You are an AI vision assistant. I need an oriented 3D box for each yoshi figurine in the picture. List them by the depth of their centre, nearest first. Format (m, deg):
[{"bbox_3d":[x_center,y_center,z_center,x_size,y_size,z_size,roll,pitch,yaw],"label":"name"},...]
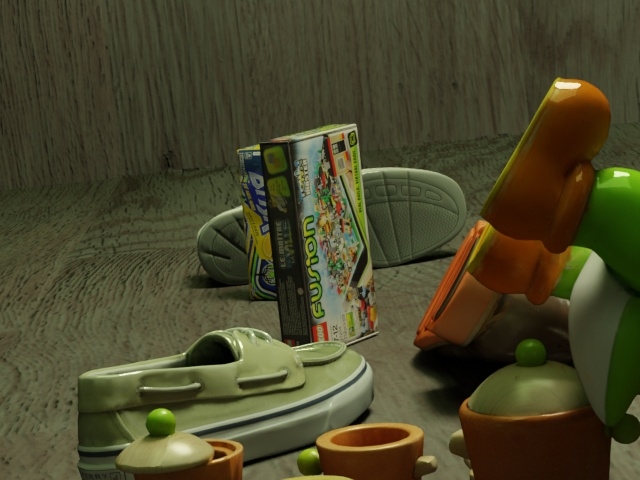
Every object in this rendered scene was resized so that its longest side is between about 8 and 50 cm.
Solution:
[{"bbox_3d":[0.285,0.019,1.203,0.362,0.203,0.203,29,30,7],"label":"yoshi figurine"}]

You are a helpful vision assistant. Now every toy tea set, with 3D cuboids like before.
[{"bbox_3d":[0.037,0.127,1.282,0.336,0.124,0.200,-7,8,-7],"label":"toy tea set"}]

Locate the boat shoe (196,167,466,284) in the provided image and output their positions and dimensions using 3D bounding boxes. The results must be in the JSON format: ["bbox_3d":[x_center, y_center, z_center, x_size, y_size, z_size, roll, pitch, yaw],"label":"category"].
[{"bbox_3d":[0.011,-0.022,2.360,0.320,0.118,0.103,-14,13,-4],"label":"boat shoe"}]

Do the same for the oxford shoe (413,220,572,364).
[{"bbox_3d":[0.167,0.067,1.754,0.133,0.130,0.364,27,3,1],"label":"oxford shoe"}]

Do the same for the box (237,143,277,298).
[{"bbox_3d":[-0.049,-0.022,2.203,0.054,0.169,0.059,-1,9,28],"label":"box"}]

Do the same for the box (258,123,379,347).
[{"bbox_3d":[0.000,0.000,1.891,0.036,0.207,0.114,0,11,36],"label":"box"}]

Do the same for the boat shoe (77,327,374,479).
[{"bbox_3d":[-0.065,0.115,1.537,0.109,0.094,0.302,1,11,39],"label":"boat shoe"}]
